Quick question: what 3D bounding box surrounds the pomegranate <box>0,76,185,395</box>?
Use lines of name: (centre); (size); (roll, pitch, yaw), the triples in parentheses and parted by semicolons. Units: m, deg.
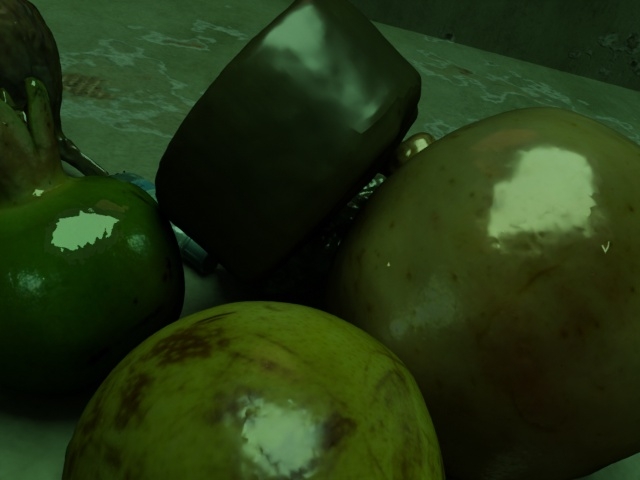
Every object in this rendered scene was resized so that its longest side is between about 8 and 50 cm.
pomegranate: (-0.257, -0.001, 0.633); (0.235, 0.302, 0.236); (-10, 23, 4)

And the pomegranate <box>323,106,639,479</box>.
pomegranate: (0.186, 0.047, 0.683); (0.411, 0.412, 0.411); (12, 30, -7)

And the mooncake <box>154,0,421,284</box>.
mooncake: (-0.025, -0.092, 0.658); (0.155, 0.284, 0.284); (41, 31, -3)

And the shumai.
shumai: (0.000, 0.000, 0.904); (0.260, 0.222, 0.225); (-41, 46, -20)

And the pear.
pear: (-0.040, 0.176, 0.473); (0.280, 0.281, 0.281); (12, 30, -7)

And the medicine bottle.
medicine bottle: (-0.226, -0.026, 0.922); (0.208, 0.054, 0.090); (34, 34, 22)

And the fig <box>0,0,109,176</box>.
fig: (-0.466, -0.188, 0.959); (0.369, 0.286, 0.286); (47, 29, -11)

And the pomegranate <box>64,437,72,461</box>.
pomegranate: (-0.187, 0.197, 0.562); (0.073, 0.073, 0.085); (15, 48, -3)
